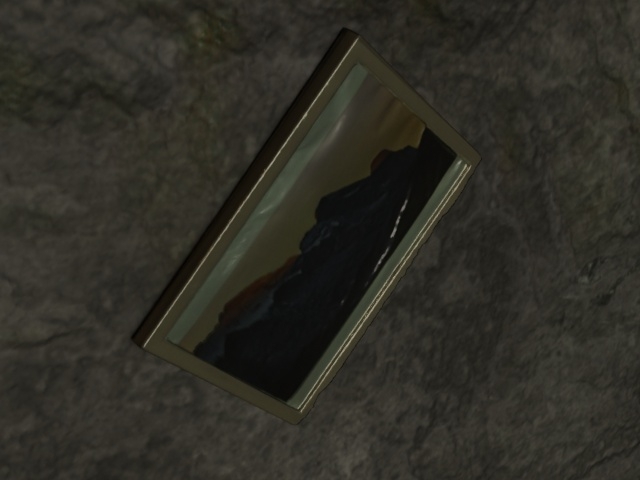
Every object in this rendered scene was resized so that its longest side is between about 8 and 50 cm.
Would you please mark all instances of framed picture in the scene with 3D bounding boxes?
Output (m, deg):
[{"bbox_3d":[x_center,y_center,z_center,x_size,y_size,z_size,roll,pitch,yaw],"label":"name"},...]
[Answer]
[{"bbox_3d":[0.001,0.000,0.949,0.192,0.018,0.265,34,89,-47],"label":"framed picture"}]
